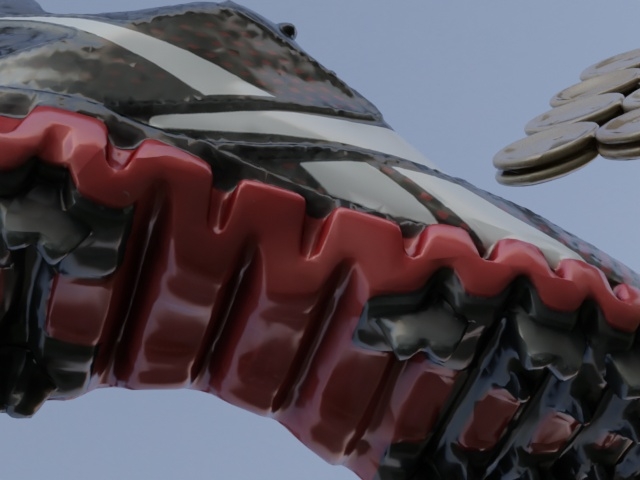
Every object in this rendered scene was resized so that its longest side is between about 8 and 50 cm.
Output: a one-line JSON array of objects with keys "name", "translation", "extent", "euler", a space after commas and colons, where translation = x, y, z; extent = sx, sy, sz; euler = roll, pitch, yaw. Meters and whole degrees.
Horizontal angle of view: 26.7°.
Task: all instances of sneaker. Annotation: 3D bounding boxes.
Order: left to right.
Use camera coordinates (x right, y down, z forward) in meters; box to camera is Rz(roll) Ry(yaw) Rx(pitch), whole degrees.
[{"name": "sneaker", "translation": [0.000, 0.000, 0.392], "extent": [0.276, 0.098, 0.135], "euler": [16, -140, -11]}]

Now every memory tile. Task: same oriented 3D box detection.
[{"name": "memory tile", "translation": [0.127, -0.053, 0.466], "extent": [0.148, 0.113, 0.012], "euler": [-40, -66, -56]}]
